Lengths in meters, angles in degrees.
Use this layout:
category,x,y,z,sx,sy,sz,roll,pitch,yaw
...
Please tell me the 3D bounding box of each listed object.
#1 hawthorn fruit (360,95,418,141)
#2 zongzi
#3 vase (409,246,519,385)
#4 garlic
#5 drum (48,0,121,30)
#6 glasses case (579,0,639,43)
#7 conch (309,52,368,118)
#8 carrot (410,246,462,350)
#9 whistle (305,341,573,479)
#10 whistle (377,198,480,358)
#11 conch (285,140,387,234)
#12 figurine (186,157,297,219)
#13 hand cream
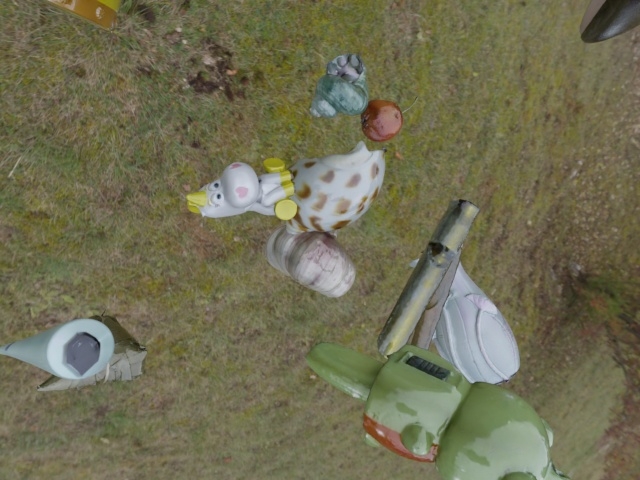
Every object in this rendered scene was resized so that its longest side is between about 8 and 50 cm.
category,x,y,z,sx,sy,sz,roll,pitch,yaw
hawthorn fruit,0.288,-0.494,1.680,0.285,0.165,0.165,-24,123,-27
zongzi,-0.425,0.186,0.734,0.178,0.189,0.082,1,112,-54
vase,0.449,0.224,1.344,0.249,0.250,0.446,-20,81,-17
garlic,0.000,0.000,1.069,0.245,0.245,0.253,22,99,-33
drum,-0.572,-0.583,0.777,0.430,0.431,0.214,15,105,-31
glasses case,0.491,-0.390,0.644,0.122,0.314,0.075,-22,86,18
conch,0.072,-0.528,1.484,0.277,0.195,0.220,-44,84,-1
carrot,0.270,0.162,1.029,0.070,0.070,0.343,3,110,-27
whistle,0.109,0.180,0.450,0.131,0.288,0.106,-18,120,-55
whistle,0.194,0.071,0.777,0.327,0.057,0.068,-60,170,-7
conch,0.008,-0.090,0.836,0.182,0.274,0.149,5,79,-36
figurine,-0.124,-0.071,0.672,0.178,0.129,0.109,-11,84,-43
hand cream,-0.368,0.148,0.581,0.109,0.320,0.067,-3,82,-43
